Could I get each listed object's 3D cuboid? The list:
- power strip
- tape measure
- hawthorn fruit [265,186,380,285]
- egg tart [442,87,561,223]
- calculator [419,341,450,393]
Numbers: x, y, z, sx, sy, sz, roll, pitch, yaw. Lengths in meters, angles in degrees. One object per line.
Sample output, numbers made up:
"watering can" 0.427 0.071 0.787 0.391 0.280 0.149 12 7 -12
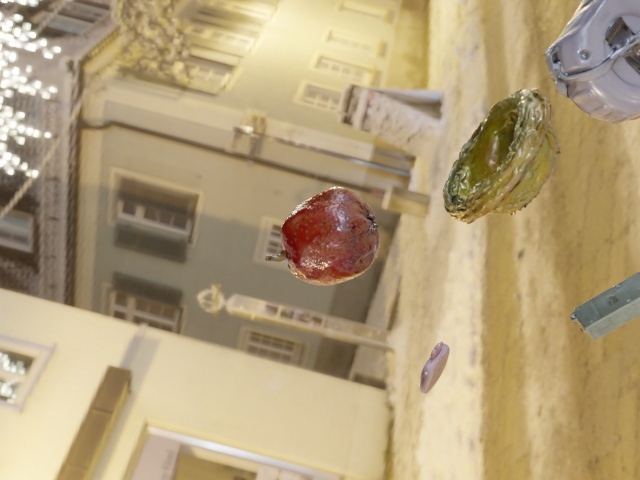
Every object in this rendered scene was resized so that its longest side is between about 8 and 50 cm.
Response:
"power strip" 0.658 0.117 1.814 0.272 0.052 0.078 -32 32 13
"tape measure" 0.450 -0.279 1.312 0.236 0.197 0.120 -53 11 -19
"hawthorn fruit" 0.000 0.000 1.859 0.205 0.253 0.205 -18 -90 -74
"egg tart" 0.329 -0.139 1.556 0.288 0.118 0.288 -54 17 25
"calculator" 0.258 0.288 1.957 0.103 0.024 0.166 -44 -27 -30
